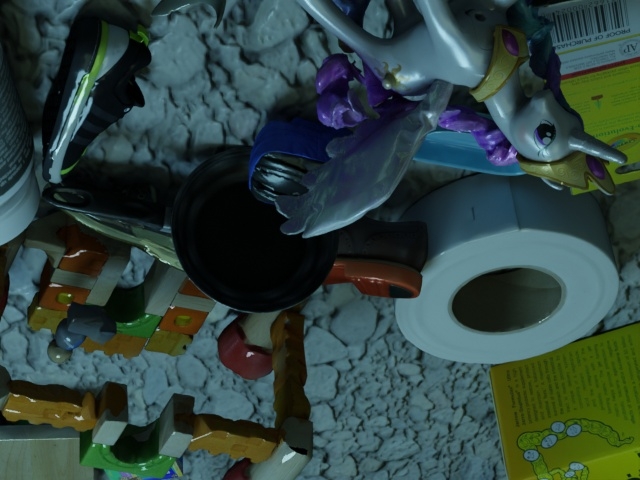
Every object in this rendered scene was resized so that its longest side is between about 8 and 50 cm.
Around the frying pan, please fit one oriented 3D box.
[{"bbox_3d":[-0.136,0.004,1.767,0.326,0.197,0.053,-14,169,-17],"label":"frying pan"}]

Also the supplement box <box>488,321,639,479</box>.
[{"bbox_3d":[0.443,0.253,2.177,0.356,0.195,0.194,-19,140,16],"label":"supplement box"}]

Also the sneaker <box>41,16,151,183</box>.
[{"bbox_3d":[-0.239,-0.140,1.671,0.097,0.084,0.235,8,140,-20],"label":"sneaker"}]

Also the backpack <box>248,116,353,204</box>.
[{"bbox_3d":[-0.022,-0.085,1.756,0.120,0.101,0.098,8,132,-12],"label":"backpack"}]

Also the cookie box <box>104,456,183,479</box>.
[{"bbox_3d":[-0.264,0.319,2.288,0.107,0.040,0.092,-11,141,5],"label":"cookie box"}]

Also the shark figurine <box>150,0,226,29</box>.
[{"bbox_3d":[-0.145,-0.328,1.461,0.116,0.166,0.278,14,163,14],"label":"shark figurine"}]

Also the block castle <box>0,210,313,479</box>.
[{"bbox_3d":[-0.240,0.162,1.880,0.453,0.303,0.213,12,139,-21],"label":"block castle"}]

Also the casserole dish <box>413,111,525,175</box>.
[{"bbox_3d":[0.182,-0.114,1.776,0.188,0.037,0.114,9,163,-20],"label":"casserole dish"}]

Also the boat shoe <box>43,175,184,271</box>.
[{"bbox_3d":[-0.214,-0.034,1.824,0.223,0.080,0.073,27,104,-21],"label":"boat shoe"}]

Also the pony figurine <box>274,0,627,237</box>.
[{"bbox_3d":[0.097,-0.172,1.521,0.351,0.303,0.363,-7,125,50],"label":"pony figurine"}]

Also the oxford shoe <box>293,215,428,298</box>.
[{"bbox_3d":[0.000,0.000,1.874,0.271,0.098,0.097,11,164,15],"label":"oxford shoe"}]

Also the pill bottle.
[{"bbox_3d":[-0.388,-0.123,1.608,0.161,0.161,0.283,-7,142,1],"label":"pill bottle"}]

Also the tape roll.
[{"bbox_3d":[0.227,0.037,1.951,0.286,0.100,0.286,-3,142,-3],"label":"tape roll"}]

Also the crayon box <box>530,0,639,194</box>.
[{"bbox_3d":[0.340,-0.192,1.688,0.202,0.081,0.318,-12,141,8],"label":"crayon box"}]

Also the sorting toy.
[{"bbox_3d":[-0.452,0.314,2.216,0.255,0.089,0.257,0,141,-8],"label":"sorting toy"}]
